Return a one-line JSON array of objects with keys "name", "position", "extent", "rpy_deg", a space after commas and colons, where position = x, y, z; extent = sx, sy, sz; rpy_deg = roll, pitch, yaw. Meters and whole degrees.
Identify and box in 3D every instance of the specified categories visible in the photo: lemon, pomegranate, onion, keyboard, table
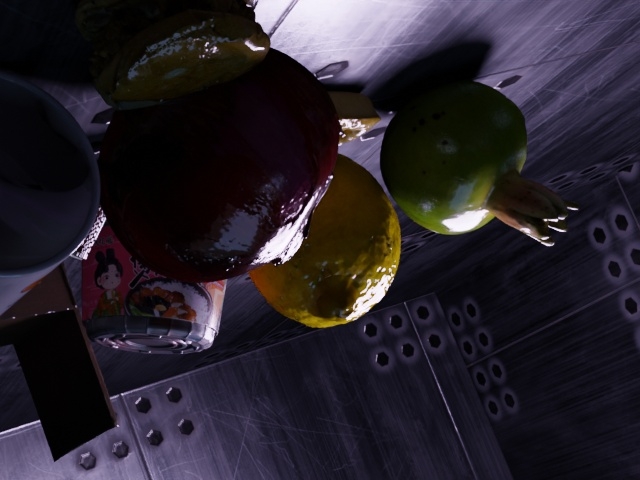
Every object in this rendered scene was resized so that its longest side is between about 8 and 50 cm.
[{"name": "lemon", "position": [0.000, 0.000, 1.888], "extent": [0.245, 0.320, 0.245], "rpy_deg": [-6, 129, -8]}, {"name": "pomegranate", "position": [0.229, -0.096, 1.849], "extent": [0.236, 0.302, 0.236], "rpy_deg": [-35, 152, -21]}, {"name": "onion", "position": [-0.105, -0.081, 1.343], "extent": [0.276, 0.276, 0.276], "rpy_deg": [-21, 169, -4]}, {"name": "keyboard", "position": [-0.263, -0.053, 1.541], "extent": [0.166, 0.017, 0.055], "rpy_deg": [-64, 168, -4]}, {"name": "table", "position": [-0.492, 0.203, 1.900], "extent": [0.196, 0.282, 0.250], "rpy_deg": [-31, 166, 38]}]

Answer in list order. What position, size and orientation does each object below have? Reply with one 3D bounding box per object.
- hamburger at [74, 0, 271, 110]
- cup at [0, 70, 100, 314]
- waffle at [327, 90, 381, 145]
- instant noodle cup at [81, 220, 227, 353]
[{"name": "hamburger", "position": [-0.141, -0.196, 1.161], "extent": [0.177, 0.113, 0.185], "rpy_deg": [-20, 178, -39]}, {"name": "cup", "position": [-0.385, -0.010, 1.285], "extent": [0.212, 0.212, 0.317], "rpy_deg": [-13, 167, -38]}, {"name": "waffle", "position": [-0.055, -0.143, 1.681], "extent": [0.168, 0.057, 0.274], "rpy_deg": [-30, 167, 33]}, {"name": "instant noodle cup", "position": [-0.231, 0.058, 1.757], "extent": [0.258, 0.182, 0.302], "rpy_deg": [16, 160, -42]}]
